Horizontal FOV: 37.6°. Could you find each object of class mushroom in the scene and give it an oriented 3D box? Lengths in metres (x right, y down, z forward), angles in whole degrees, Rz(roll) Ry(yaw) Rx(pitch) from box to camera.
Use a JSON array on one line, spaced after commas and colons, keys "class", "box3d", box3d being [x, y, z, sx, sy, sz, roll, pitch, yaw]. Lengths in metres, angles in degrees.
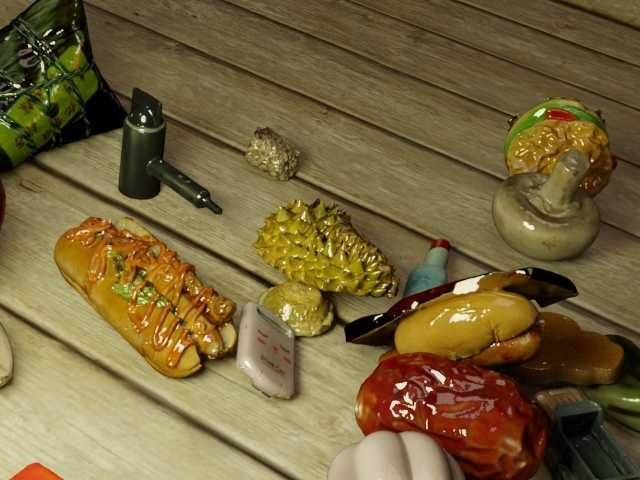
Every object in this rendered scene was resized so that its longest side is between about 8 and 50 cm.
[{"class": "mushroom", "box3d": [0.431, -0.073, 1.751, 0.207, 0.215, 0.207, 10, 41, -8]}]

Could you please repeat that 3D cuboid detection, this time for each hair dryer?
[{"class": "hair dryer", "box3d": [-0.253, -0.131, 1.636, 0.248, 0.196, 0.078, 33, 39, 26]}]

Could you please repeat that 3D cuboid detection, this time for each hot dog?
[{"class": "hot dog", "box3d": [0.203, 0.146, 1.343, 0.194, 0.326, 0.107, 20, 55, -36]}, {"class": "hot dog", "box3d": [-0.262, 0.065, 1.408, 0.158, 0.117, 0.349, -20, 45, -38]}]

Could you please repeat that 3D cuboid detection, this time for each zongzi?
[{"class": "zongzi", "box3d": [-0.521, -0.253, 1.770, 0.383, 0.362, 0.319, -43, 55, -7]}]

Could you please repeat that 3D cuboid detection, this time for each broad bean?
[{"class": "broad bean", "box3d": [0.481, 0.223, 1.468, 0.153, 0.072, 0.207, 2, 24, -16]}]

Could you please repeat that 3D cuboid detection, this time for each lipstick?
[{"class": "lipstick", "box3d": [0.186, 0.065, 1.604, 0.068, 0.061, 0.274, 2, 25, 15]}]

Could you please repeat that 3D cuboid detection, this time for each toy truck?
[{"class": "toy truck", "box3d": [0.358, 0.288, 1.296, 0.083, 0.092, 0.192, -4, 36, -21]}]

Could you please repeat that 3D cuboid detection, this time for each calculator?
[{"class": "calculator", "box3d": [-0.078, 0.159, 1.368, 0.100, 0.032, 0.175, 39, 25, -24]}]

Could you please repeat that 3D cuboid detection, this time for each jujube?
[{"class": "jujube", "box3d": [0.169, 0.240, 1.238, 0.250, 0.174, 0.174, 19, 34, 8]}]

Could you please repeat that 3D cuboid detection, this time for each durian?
[{"class": "durian", "box3d": [0.000, 0.001, 1.538, 0.191, 0.112, 0.341, 10, 16, -23]}]

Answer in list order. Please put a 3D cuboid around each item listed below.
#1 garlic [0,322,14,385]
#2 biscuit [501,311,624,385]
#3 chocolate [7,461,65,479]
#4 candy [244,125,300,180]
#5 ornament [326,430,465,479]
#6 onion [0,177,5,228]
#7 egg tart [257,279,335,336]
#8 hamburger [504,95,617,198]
[{"class": "garlic", "box3d": [-0.485, 0.135, 1.270, 0.195, 0.087, 0.101, 23, 48, 11]}, {"class": "biscuit", "box3d": [0.326, 0.165, 1.484, 0.295, 0.044, 0.186, 16, 35, 28]}, {"class": "chocolate", "box3d": [-0.268, 0.407, 0.854, 0.341, 0.162, 0.360, 24, 35, 23]}, {"class": "candy", "box3d": [-0.096, -0.171, 1.849, 0.110, 0.085, 0.095, 31, 30, 10]}, {"class": "ornament", "box3d": [0.089, 0.316, 1.099, 0.177, 0.178, 0.177, 8, 33, -6]}, {"class": "onion", "box3d": [-0.635, -0.016, 1.290, 0.347, 0.348, 0.385, 19, 69, 11]}, {"class": "egg tart", "box3d": [-0.036, 0.102, 1.489, 0.128, 0.049, 0.129, 7, 35, -5]}, {"class": "hamburger", "box3d": [0.486, -0.162, 1.898, 0.237, 0.237, 0.149, 12, 35, 0]}]
